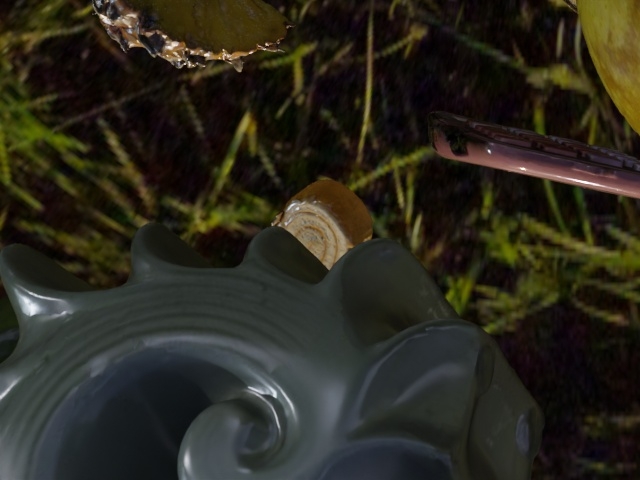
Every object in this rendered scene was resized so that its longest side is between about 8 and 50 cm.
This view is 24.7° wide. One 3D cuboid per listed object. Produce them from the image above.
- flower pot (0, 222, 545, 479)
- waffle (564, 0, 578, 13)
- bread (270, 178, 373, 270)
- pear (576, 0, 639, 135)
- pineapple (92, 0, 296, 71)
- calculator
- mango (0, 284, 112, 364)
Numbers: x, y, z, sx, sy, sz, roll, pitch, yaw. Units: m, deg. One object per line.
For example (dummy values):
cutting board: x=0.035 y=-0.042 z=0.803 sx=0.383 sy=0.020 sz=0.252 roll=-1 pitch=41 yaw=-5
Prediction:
flower pot: x=-0.061 y=0.176 z=0.578 sx=0.254 sy=0.367 sz=0.164 roll=2 pitch=156 yaw=26
waffle: x=0.316 y=-0.305 z=1.605 sx=0.114 sy=0.376 sz=0.261 roll=-49 pitch=136 yaw=10
bread: x=0.000 y=0.000 z=1.836 sx=0.122 sy=0.073 sz=0.149 roll=40 pitch=134 yaw=17
pear: x=0.240 y=-0.153 z=0.648 sx=0.283 sy=0.283 sz=0.284 roll=4 pitch=117 yaw=8
pineapple: x=-0.218 y=-0.289 z=1.803 sx=0.334 sy=0.161 sz=0.158 roll=34 pitch=151 yaw=-28
calculator: x=0.212 y=-0.078 z=1.386 sx=0.220 sy=0.330 sz=0.048 roll=13 pitch=96 yaw=-7
mango: x=-0.177 y=0.093 z=0.987 sx=0.092 sy=0.194 sz=0.130 roll=30 pitch=117 yaw=45
